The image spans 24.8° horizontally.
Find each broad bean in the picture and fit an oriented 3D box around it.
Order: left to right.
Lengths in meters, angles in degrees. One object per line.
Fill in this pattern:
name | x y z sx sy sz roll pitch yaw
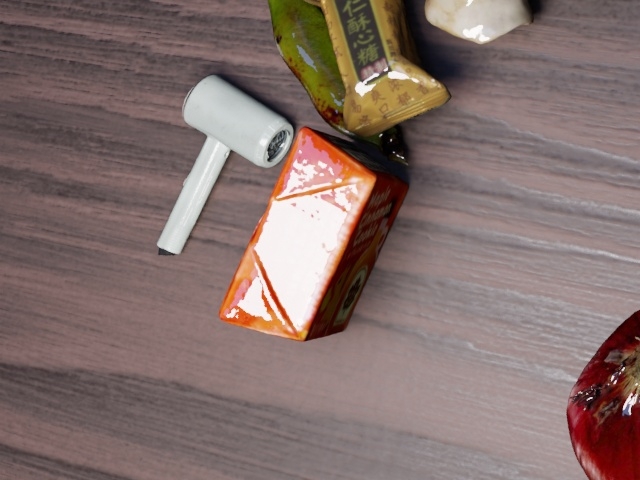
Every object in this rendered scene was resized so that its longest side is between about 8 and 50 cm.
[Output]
broad bean | 0.005 -0.212 1.776 0.077 0.061 0.339 -31 72 -6

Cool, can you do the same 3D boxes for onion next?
onion | 0.404 0.187 1.501 0.273 0.285 0.273 -30 35 24

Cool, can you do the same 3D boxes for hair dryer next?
hair dryer | -0.141 -0.076 1.829 0.131 0.073 0.236 33 101 22

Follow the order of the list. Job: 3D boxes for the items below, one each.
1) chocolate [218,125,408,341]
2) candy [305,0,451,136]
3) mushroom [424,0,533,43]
chocolate | 0.000 0.000 1.668 0.108 0.237 0.235 25 94 14
candy | 0.052 -0.250 1.708 0.143 0.101 0.271 -25 63 18
mushroom | 0.184 -0.366 1.608 0.297 0.297 0.290 32 121 24
